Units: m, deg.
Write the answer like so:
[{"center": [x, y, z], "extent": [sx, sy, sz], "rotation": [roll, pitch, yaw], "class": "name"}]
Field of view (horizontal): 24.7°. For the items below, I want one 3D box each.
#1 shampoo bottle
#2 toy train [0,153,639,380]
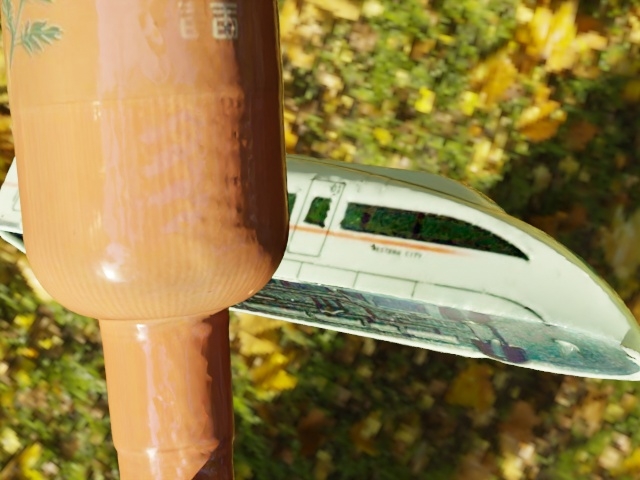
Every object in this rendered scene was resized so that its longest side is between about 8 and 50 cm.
[{"center": [-0.048, -0.036, 0.422], "extent": [0.085, 0.085, 0.244], "rotation": [-8, 94, -41], "class": "shampoo bottle"}, {"center": [0.000, 0.000, 0.816], "extent": [0.086, 0.407, 0.088], "rotation": [46, 59, -54], "class": "toy train"}]
